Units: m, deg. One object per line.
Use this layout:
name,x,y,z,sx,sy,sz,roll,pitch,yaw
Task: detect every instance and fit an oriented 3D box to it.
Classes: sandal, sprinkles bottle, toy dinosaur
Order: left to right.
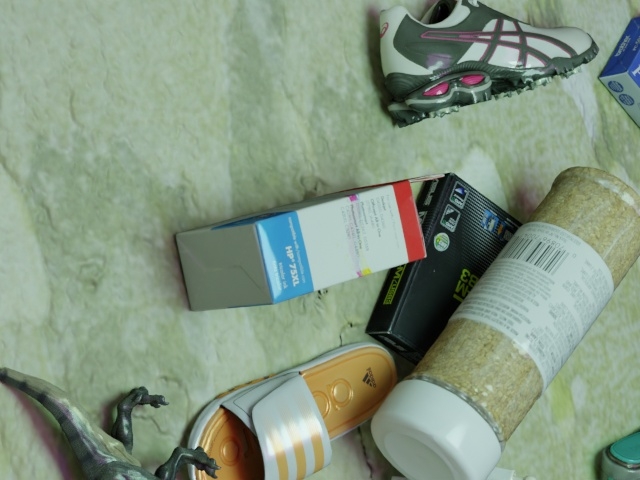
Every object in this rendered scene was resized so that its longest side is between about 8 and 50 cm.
toy dinosaur,-0.166,0.195,1.645,0.118,0.064,0.268,-36,105,-27
sandal,-0.011,0.162,1.754,0.265,0.076,0.102,-29,104,-36
sprinkles bottle,0.193,0.085,1.835,0.355,0.121,0.121,-50,115,-27

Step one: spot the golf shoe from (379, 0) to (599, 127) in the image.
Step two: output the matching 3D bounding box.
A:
golf shoe,0.176,-0.201,1.917,0.273,0.105,0.120,-16,89,-38

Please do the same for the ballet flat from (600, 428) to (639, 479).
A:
ballet flat,0.384,0.229,2.072,0.213,0.072,0.068,-20,126,-36

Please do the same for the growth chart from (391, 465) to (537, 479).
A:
growth chart,0.099,0.305,1.785,0.237,0.172,0.021,-61,154,-26

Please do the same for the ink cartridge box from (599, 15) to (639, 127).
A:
ink cartridge box,0.406,-0.150,2.123,0.207,0.046,0.097,46,59,-25

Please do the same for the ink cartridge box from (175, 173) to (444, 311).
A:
ink cartridge box,0.000,0.000,1.740,0.231,0.134,0.078,-15,95,-37

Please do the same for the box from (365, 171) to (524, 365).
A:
box,0.154,0.056,1.911,0.190,0.045,0.184,35,65,-30
